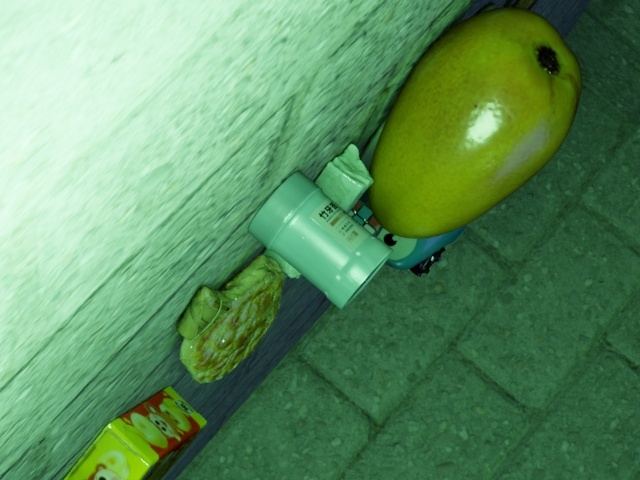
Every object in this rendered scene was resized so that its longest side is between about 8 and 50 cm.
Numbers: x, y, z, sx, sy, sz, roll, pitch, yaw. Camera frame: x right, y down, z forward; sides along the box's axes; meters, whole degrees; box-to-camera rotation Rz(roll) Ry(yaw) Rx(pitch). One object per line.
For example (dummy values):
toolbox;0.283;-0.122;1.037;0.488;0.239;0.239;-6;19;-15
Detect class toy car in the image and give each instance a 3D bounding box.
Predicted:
toy car;0.169;-0.076;2.419;0.255;0.188;0.190;-46;166;-7

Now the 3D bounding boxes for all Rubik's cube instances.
Rubik's cube;0.036;-0.014;2.228;0.092;0.092;0.092;-48;174;-18

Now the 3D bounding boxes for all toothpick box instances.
toothpick box;0.000;0.000;1.711;0.101;0.153;0.101;-49;175;-6

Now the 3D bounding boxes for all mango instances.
mango;0.197;-0.148;1.923;0.378;0.221;0.264;-50;-167;30

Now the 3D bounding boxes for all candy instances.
candy;-0.273;0.314;2.031;0.146;0.088;0.276;-49;174;11

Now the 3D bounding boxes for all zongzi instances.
zongzi;-0.155;0.090;1.723;0.076;0.040;0.083;-44;163;5

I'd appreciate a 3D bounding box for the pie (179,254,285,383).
pie;-0.119;0.101;1.866;0.193;0.079;0.163;-48;166;-21

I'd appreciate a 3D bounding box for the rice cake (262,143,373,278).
rice cake;-0.001;-0.034;1.933;0.206;0.069;0.063;-51;175;26

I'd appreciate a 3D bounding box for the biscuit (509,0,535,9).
biscuit;0.298;-0.346;2.375;0.240;0.035;0.158;-53;176;33

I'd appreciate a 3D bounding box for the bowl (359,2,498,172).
bowl;0.219;-0.190;2.179;0.337;0.157;0.337;-48;174;-7
